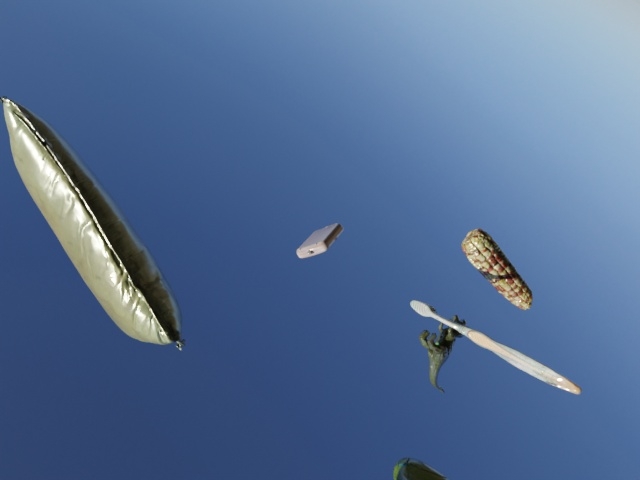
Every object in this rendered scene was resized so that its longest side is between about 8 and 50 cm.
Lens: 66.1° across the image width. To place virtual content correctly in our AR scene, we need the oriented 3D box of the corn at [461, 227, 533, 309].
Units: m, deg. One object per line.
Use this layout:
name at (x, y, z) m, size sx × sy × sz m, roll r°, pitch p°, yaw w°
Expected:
corn at (0.433, 0.070, 1.192) m, size 0.237 × 0.079 × 0.079 m, roll 45°, pitch -140°, yaw -9°

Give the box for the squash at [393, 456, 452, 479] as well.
squash at (0.268, 0.524, 0.937) m, size 0.087 × 0.087 × 0.332 m, roll -10°, pitch -157°, yaw -37°

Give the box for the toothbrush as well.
toothbrush at (0.320, 0.196, 0.959) m, size 0.037 × 0.028 × 0.375 m, roll 14°, pitch -171°, yaw -42°

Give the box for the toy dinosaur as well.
toy dinosaur at (0.355, 0.303, 1.325) m, size 0.187 × 0.087 × 0.179 m, roll -39°, pitch -83°, yaw -7°

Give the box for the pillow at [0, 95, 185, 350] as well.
pillow at (-0.254, -0.002, 0.562) m, size 0.075 × 0.185 × 0.302 m, roll -35°, pitch -84°, yaw -23°

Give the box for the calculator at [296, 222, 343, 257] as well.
calculator at (0.000, 0.000, 1.362) m, size 0.032 × 0.100 × 0.175 m, roll 64°, pitch -149°, yaw -14°
